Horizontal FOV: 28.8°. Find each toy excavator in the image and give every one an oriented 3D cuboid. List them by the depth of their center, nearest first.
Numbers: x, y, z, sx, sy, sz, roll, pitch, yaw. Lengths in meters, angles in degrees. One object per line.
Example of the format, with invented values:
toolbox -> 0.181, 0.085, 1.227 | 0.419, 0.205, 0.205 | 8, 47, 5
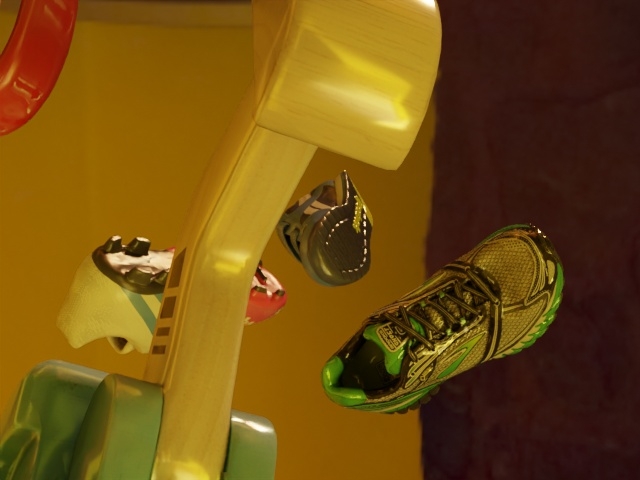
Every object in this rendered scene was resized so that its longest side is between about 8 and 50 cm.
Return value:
toy excavator -> -0.090, 0.109, 0.692 | 0.222, 0.445, 0.433 | 17, 151, -18

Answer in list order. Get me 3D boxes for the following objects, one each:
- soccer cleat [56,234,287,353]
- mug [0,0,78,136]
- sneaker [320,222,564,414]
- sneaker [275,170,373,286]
soccer cleat -> -0.181, 0.074, 1.513 | 0.331, 0.143, 0.116 | 9, -146, -52
mug -> -0.146, -0.101, 0.449 | 0.150, 0.169, 0.113 | 16, 168, 3
sneaker -> 0.144, 0.107, 1.476 | 0.146, 0.343, 0.134 | 1, -129, -56
sneaker -> 0.000, 0.000, 0.862 | 0.059, 0.053, 0.144 | -24, -166, 14
